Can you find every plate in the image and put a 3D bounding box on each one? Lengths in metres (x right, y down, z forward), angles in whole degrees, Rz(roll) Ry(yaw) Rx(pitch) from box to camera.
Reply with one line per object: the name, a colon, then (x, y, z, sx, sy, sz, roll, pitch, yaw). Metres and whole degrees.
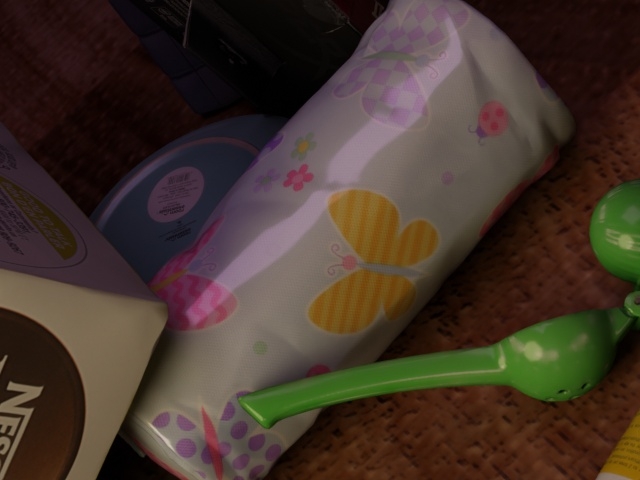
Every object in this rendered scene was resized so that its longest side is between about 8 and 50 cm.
plate: (-0.076, -0.001, 0.993, 0.188, 0.024, 0.188, -20, 46, 23)

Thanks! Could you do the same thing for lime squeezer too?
lime squeezer: (0.112, 0.003, 0.813, 0.310, 0.059, 0.110, -46, 61, -9)

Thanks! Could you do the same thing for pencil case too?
pencil case: (0.000, 0.000, 0.870, 0.273, 0.113, 0.124, -49, 27, -9)

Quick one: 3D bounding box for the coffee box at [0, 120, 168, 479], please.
coffee box: (-0.331, 0.069, 0.823, 0.338, 0.334, 0.338, 41, 110, 48)

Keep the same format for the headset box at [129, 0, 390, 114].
headset box: (-0.025, -0.220, 0.959, 0.110, 0.218, 0.293, -4, 67, 29)

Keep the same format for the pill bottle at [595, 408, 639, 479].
pill bottle: (0.149, 0.096, 0.713, 0.065, 0.065, 0.116, 20, 69, 45)

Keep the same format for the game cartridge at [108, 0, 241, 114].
game cartridge: (-0.128, -0.271, 1.105, 0.068, 0.230, 0.355, -26, 43, 17)
